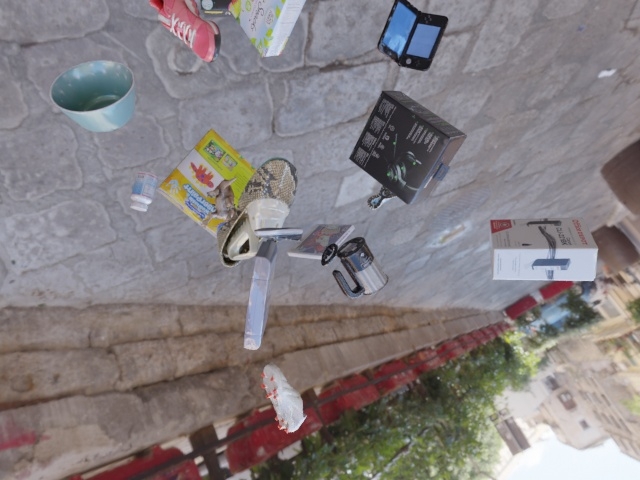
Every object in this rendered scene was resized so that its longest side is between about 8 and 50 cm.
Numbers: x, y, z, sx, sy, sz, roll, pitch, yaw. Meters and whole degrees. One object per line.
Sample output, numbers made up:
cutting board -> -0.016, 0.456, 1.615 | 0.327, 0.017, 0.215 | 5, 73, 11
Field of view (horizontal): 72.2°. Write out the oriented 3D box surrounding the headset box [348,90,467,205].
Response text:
headset box -> 0.271, -0.284, 1.361 | 0.131, 0.283, 0.246 | -21, 146, -48

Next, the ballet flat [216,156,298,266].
ballet flat -> -0.203, -0.049, 1.377 | 0.164, 0.182, 0.483 | 15, 144, -27

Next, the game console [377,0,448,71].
game console -> 0.230, -0.514, 1.089 | 0.085, 0.124, 0.144 | 12, 101, -64

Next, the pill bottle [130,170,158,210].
pill bottle -> -0.757, -0.210, 1.874 | 0.087, 0.160, 0.087 | 11, 169, 2

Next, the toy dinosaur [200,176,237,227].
toy dinosaur -> -0.401, -0.168, 1.833 | 0.127, 0.200, 0.295 | 14, 124, -3

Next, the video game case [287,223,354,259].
video game case -> 0.000, 0.000, 1.615 | 0.201, 0.023, 0.183 | 4, -140, 47

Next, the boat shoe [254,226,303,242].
boat shoe -> -0.114, -0.014, 1.214 | 0.142, 0.040, 0.049 | -2, -169, -25

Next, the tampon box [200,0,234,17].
tampon box -> -0.331, -0.823, 1.425 | 0.121, 0.161, 0.101 | -5, -165, -8

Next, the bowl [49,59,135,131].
bowl -> -0.867, -0.550, 1.734 | 0.312, 0.311, 0.163 | -23, 150, -14

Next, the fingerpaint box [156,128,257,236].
fingerpaint box -> -0.484, -0.238, 2.107 | 0.371, 0.445, 0.163 | -54, -158, -13

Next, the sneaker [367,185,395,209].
sneaker -> 0.246, -0.179, 1.620 | 0.162, 0.063, 0.073 | -32, -178, 34

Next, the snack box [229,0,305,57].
snack box -> -0.129, -0.595, 1.078 | 0.070, 0.174, 0.207 | -27, 169, -35

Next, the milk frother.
milk frother -> 0.085, 0.070, 1.168 | 0.129, 0.134, 0.143 | -34, -158, -2

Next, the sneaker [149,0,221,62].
sneaker -> -0.422, -0.655, 1.347 | 0.136, 0.314, 0.116 | -18, 153, -42

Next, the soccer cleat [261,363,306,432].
soccer cleat -> -0.088, 0.375, 1.069 | 0.068, 0.196, 0.076 | 5, -154, 46

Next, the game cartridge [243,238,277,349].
game cartridge -> -0.179, 0.164, 1.319 | 0.062, 0.198, 0.297 | 8, 108, -6

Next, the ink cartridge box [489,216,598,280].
ink cartridge box -> 0.662, 0.023, 1.329 | 0.273, 0.114, 0.197 | 0, -151, 18
